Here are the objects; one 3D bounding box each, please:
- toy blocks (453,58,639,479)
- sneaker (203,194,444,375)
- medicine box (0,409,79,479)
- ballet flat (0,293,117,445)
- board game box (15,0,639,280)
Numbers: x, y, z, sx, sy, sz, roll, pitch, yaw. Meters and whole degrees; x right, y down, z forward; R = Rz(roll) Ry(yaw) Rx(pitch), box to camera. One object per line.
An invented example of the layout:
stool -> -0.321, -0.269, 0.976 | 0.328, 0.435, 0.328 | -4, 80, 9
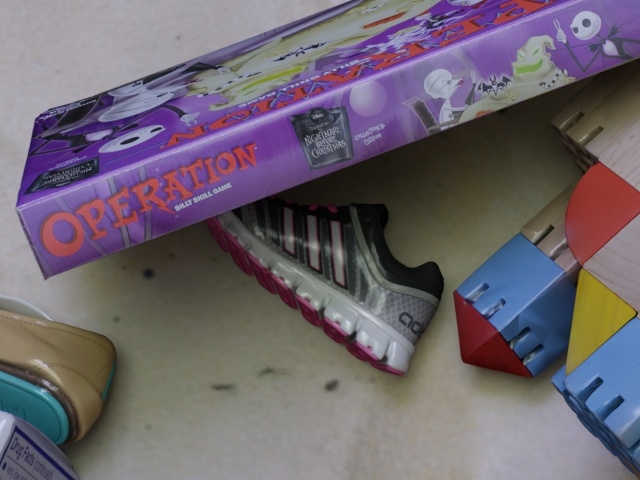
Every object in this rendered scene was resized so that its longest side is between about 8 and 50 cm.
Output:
toy blocks -> 0.219, 0.022, 0.932 | 0.261, 0.191, 0.381 | -42, 41, -2
sneaker -> 0.000, 0.000, 1.067 | 0.170, 0.063, 0.075 | 38, 79, 14
medicine box -> -0.307, 0.200, 0.989 | 0.263, 0.149, 0.289 | 16, 73, 13
ballet flat -> -0.224, 0.053, 1.084 | 0.232, 0.080, 0.073 | 20, 46, 12
board game box -> 0.008, -0.086, 1.030 | 0.347, 0.208, 0.056 | -20, 111, 0
